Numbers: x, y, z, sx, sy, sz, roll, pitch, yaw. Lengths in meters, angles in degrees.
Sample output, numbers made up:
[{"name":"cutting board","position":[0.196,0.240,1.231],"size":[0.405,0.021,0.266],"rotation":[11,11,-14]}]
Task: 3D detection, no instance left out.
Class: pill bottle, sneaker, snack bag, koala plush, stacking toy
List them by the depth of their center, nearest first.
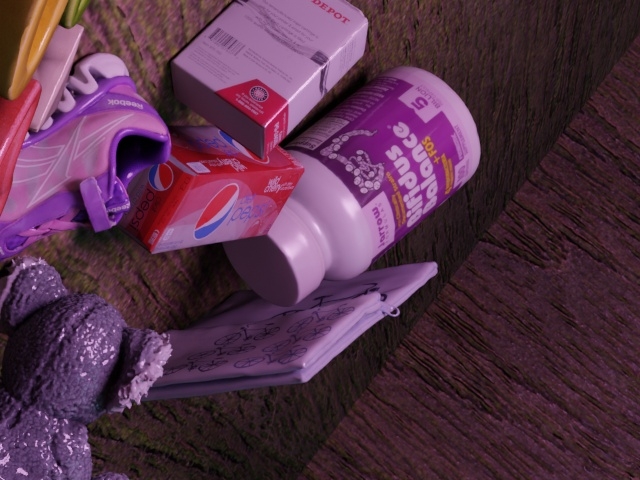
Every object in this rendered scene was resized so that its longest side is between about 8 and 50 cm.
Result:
[{"name":"stacking toy","position":[-0.229,-0.136,0.872],"size":[0.279,0.130,0.309],"rotation":[-77,-167,-53]},{"name":"sneaker","position":[-0.204,-0.039,1.066],"size":[0.236,0.104,0.095],"rotation":[-46,165,-21]},{"name":"koala plush","position":[-0.235,0.141,1.196],"size":[0.221,0.196,0.203],"rotation":[-58,165,5]},{"name":"snack bag","position":[-0.060,0.096,1.570],"size":[0.323,0.037,0.342],"rotation":[-11,-167,35]},{"name":"pill bottle","position":[0.033,-0.059,1.595],"size":[0.301,0.169,0.169],"rotation":[-40,161,-29]}]

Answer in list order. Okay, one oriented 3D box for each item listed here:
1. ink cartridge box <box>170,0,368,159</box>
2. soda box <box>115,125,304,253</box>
[{"name":"ink cartridge box","position":[-0.044,-0.165,1.254],"size":[0.150,0.109,0.063],"rotation":[-47,163,-22]},{"name":"soda box","position":[-0.112,-0.054,1.350],"size":[0.092,0.083,0.263],"rotation":[-58,164,16]}]
